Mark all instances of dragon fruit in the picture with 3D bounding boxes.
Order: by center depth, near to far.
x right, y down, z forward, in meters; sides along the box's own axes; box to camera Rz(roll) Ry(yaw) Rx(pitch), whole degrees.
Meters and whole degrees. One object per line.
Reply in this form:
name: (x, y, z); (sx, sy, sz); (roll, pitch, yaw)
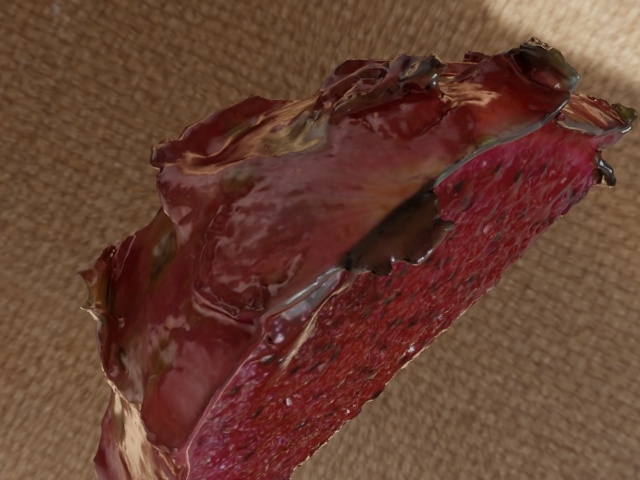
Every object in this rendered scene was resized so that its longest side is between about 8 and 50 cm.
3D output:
dragon fruit: (-0.008, -0.009, 0.515); (0.274, 0.161, 0.126); (-42, 73, -4)
